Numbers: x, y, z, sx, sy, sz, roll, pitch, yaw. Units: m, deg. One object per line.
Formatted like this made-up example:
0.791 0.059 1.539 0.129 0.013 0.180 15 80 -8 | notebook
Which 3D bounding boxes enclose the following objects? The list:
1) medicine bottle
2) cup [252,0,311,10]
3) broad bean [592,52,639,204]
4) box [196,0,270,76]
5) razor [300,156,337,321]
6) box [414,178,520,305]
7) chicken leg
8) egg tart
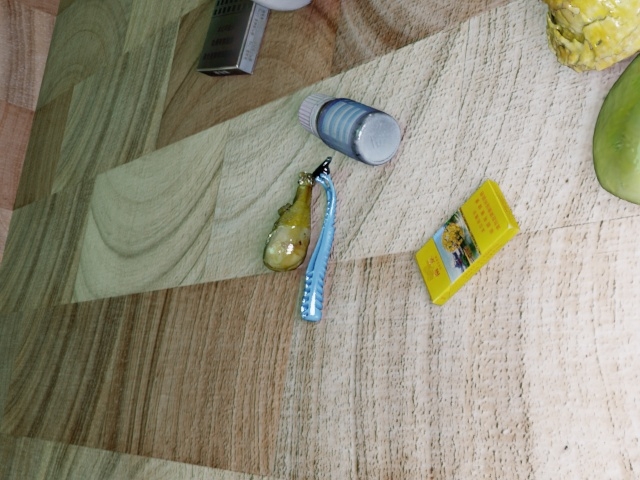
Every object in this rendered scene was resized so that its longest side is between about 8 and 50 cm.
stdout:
0.038 -0.176 1.456 0.203 0.083 0.083 31 101 55 | medicine bottle
-0.019 -0.530 1.583 0.317 0.212 0.212 -25 56 49 | cup
0.343 -0.127 0.989 0.174 0.082 0.124 -64 32 13 | broad bean
-0.153 -0.493 1.913 0.180 0.047 0.324 12 86 56 | box
0.000 0.000 1.470 0.082 0.042 0.253 143 135 -71 | razor
0.185 0.004 1.216 0.155 0.023 0.087 -49 43 32 | box
-0.046 -0.031 1.536 0.093 0.070 0.178 -10 60 60 | chicken leg
0.319 -0.305 1.051 0.241 0.106 0.241 -53 26 40 | egg tart
